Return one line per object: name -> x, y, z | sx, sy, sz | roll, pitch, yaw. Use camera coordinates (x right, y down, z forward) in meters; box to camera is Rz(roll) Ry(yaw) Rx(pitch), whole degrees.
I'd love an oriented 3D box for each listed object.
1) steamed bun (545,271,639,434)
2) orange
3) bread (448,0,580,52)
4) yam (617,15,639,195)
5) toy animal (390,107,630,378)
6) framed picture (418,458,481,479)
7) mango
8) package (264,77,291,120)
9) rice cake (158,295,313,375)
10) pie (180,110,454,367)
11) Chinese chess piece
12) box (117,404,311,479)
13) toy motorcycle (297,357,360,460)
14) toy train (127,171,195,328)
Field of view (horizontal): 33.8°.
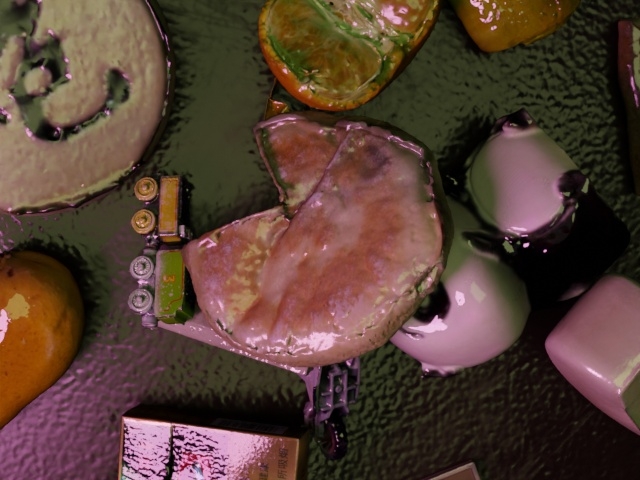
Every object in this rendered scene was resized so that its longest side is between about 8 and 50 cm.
steamed bun -> 0.388, 0.146, 1.339 | 0.146, 0.164, 0.241 | -49, 138, 0
orange -> 0.036, -0.268, 1.291 | 0.179, 0.158, 0.237 | 39, 87, 3
bread -> 0.184, -0.417, 1.310 | 0.166, 0.112, 0.383 | -33, 97, -1
yam -> 0.423, -0.174, 1.379 | 0.057, 0.057, 0.241 | -8, 95, -3
toy animal -> 0.202, 0.020, 1.298 | 0.310, 0.251, 0.251 | -38, 97, 10
framed picture -> 0.140, 0.402, 1.436 | 0.203, 0.015, 0.150 | -22, 97, -2
mango -> -0.401, 0.134, 1.318 | 0.167, 0.130, 0.262 | 37, 98, -11
package -> -0.045, -0.141, 1.342 | 0.047, 0.071, 0.131 | -25, 98, 2
rice cake -> -0.110, 0.110, 1.321 | 0.256, 0.052, 0.057 | 15, 82, 23
pie -> 0.000, 0.000, 1.233 | 0.337, 0.075, 0.337 | -5, 74, 19
Chinese chess piece -> -0.345, -0.200, 1.246 | 0.349, 0.146, 0.349 | -4, 104, -15
box -> -0.139, 0.306, 1.353 | 0.240, 0.071, 0.159 | 4, 98, 12
toy motorcycle -> -0.003, 0.174, 1.362 | 0.080, 0.122, 0.215 | -9, 112, -26
toy train -> -0.194, 0.010, 1.322 | 0.081, 0.060, 0.202 | -3, 74, 11
